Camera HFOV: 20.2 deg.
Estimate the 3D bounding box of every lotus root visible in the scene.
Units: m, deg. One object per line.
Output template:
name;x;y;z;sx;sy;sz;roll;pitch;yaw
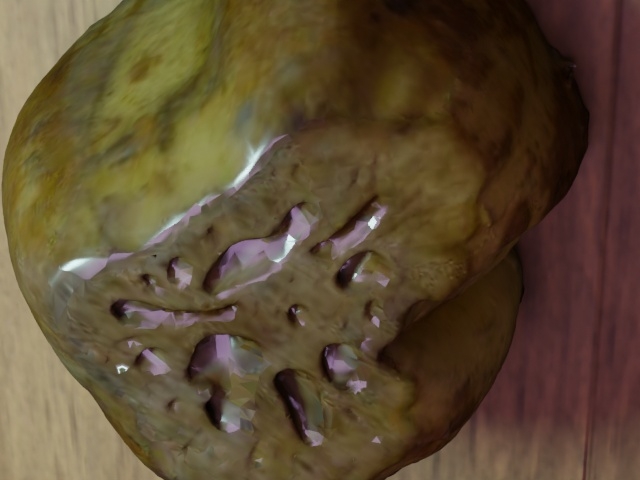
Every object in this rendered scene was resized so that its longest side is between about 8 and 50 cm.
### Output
lotus root;0.000;0.000;0.900;0.316;0.250;0.316;3;118;6
